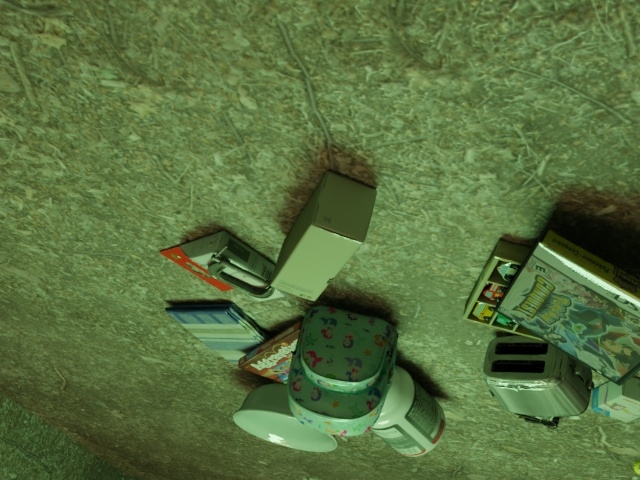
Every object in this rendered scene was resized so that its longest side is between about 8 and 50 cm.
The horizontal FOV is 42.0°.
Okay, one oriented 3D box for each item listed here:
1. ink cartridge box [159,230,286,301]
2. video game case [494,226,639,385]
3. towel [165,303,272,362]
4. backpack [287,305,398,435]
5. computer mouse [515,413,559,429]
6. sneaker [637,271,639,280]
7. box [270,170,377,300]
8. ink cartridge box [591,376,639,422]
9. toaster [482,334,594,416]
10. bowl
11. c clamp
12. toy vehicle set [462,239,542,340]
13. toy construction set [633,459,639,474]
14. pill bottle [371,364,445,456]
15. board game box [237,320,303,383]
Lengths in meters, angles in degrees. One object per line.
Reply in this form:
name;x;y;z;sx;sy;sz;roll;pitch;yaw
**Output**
ink cartridge box;-0.206;0.068;1.727;0.232;0.066;0.189;-20;136;41
video game case;0.425;0.115;1.338;0.248;0.035;0.275;31;154;12
towel;-0.221;0.230;2.042;0.209;0.034;0.285;-5;145;33
backpack;0.043;0.272;1.749;0.225;0.253;0.191;13;151;8
computer mouse;0.517;0.391;1.938;0.106;0.042;0.193;15;158;11
sneaker;0.642;0.149;1.349;0.316;0.127;0.182;17;149;-5
box;0.000;0.000;1.439;0.094;0.113;0.275;21;153;-9
ink cartridge box;0.642;0.333;1.755;0.089;0.052;0.122;20;150;-5
toaster;0.426;0.270;1.681;0.227;0.129;0.146;-4;142;36
bowl;-0.081;0.463;2.278;0.298;0.134;0.298;12;152;7
c clamp;-0.153;0.071;1.626;0.161;0.022;0.137;31;147;-24
toy vehicle set;0.365;0.096;1.494;0.166;0.035;0.267;14;151;4
toy construction set;0.813;0.490;1.772;0.328;0.215;0.151;35;147;-30
pill bottle;0.174;0.393;1.991;0.161;0.161;0.283;-4;145;33
board game box;-0.067;0.273;1.993;0.145;0.027;0.281;25;143;-25
